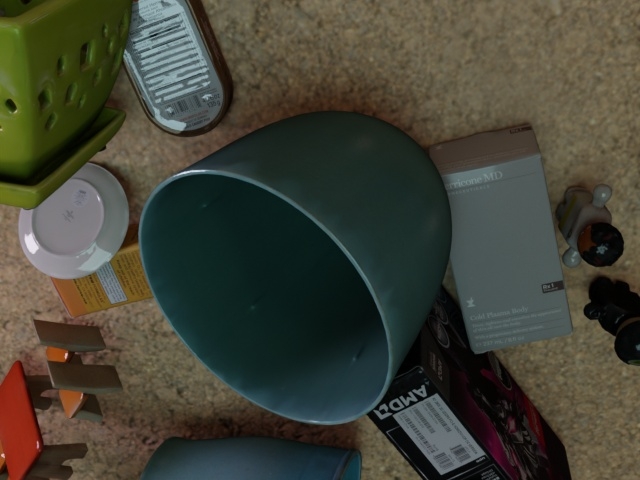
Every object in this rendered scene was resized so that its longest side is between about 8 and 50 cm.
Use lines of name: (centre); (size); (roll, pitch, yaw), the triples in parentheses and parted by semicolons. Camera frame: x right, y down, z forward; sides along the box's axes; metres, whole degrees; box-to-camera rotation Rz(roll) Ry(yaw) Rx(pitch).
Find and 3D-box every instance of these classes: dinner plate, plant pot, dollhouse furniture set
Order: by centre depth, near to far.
plant pot: (-0.327, -0.167, 0.876); (0.228, 0.227, 0.207); (10, 123, 11)
plant pot: (0.000, 0.000, 0.908); (0.293, 0.235, 0.293); (21, 133, 24)
dinner plate: (-0.292, -0.025, 1.023); (0.141, 0.017, 0.141); (-2, 77, 10)
dollhouse furniture set: (-0.360, 0.264, 1.074); (0.135, 0.259, 0.262); (15, 119, -41)
plant pot: (-0.104, 0.374, 1.141); (0.255, 0.272, 0.272); (12, 117, 13)

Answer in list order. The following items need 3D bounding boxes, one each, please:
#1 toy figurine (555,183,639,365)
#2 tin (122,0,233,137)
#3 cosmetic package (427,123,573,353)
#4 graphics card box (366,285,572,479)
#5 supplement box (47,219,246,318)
toy figurine: (0.386, 0.013, 0.987); (0.213, 0.148, 0.210); (-24, 113, 11)
tin: (-0.165, -0.204, 0.967); (0.106, 0.040, 0.190); (-19, 114, 7)
cosmetic package: (0.209, -0.002, 1.016); (0.127, 0.107, 0.238); (-13, 118, 13)
graphics card box: (0.186, 0.226, 1.057); (0.094, 0.233, 0.371); (-32, 110, 22)
supplement box: (-0.200, 0.021, 1.056); (0.233, 0.078, 0.080); (-16, 115, 10)
